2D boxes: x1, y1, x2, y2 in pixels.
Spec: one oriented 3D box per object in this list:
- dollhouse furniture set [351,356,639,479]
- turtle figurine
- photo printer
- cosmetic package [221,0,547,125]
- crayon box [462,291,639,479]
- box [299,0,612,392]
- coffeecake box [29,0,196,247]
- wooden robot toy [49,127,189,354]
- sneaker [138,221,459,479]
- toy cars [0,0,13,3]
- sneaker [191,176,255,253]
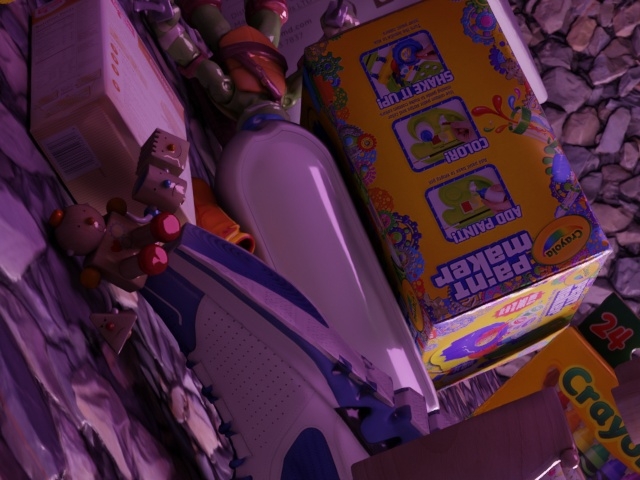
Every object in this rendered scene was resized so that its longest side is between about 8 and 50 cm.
[{"bbox_3d":[0.120,0.281,1.206,0.174,0.355,0.303,-102,166,-51],"label":"dollhouse furniture set"},{"bbox_3d":[-0.071,-0.239,1.971,0.266,0.198,0.275,-110,175,-48],"label":"turtle figurine"},{"bbox_3d":[-0.006,0.040,1.752,0.256,0.107,0.307,132,-65,-81],"label":"photo printer"},{"bbox_3d":[0.055,-0.311,2.456,0.327,0.329,0.393,68,10,21],"label":"cosmetic package"},{"bbox_3d":[0.224,0.223,1.814,0.202,0.318,0.081,47,6,9],"label":"crayon box"},{"bbox_3d":[0.113,-0.037,1.784,0.290,0.177,0.279,95,-29,-71],"label":"box"},{"bbox_3d":[-0.159,-0.093,1.474,0.142,0.068,0.185,59,11,-34],"label":"coffeecake box"},{"bbox_3d":[-0.144,-0.011,1.321,0.079,0.076,0.173,26,64,-18],"label":"wooden robot toy"},{"bbox_3d":[-0.033,0.148,1.388,0.315,0.182,0.127,40,8,-3],"label":"sneaker"},{"bbox_3d":[-0.255,-0.158,1.064,0.176,0.087,0.394,58,14,-18],"label":"toy cars"},{"bbox_3d":[-0.087,0.004,1.653,0.064,0.067,0.175,56,11,-39],"label":"sneaker"}]
